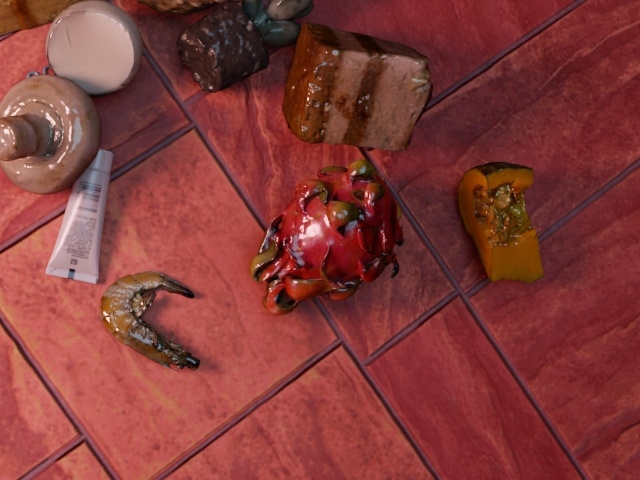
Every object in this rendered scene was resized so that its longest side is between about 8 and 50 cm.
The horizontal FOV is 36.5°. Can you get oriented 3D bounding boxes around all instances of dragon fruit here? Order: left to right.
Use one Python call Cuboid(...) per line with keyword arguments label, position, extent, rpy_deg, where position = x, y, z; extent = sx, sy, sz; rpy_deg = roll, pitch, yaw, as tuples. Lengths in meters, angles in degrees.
Cuboid(label="dragon fruit", position=(0.014, 0.002, 1.765), extent=(0.227, 0.243, 0.307), rpy_deg=(40, 67, -48))

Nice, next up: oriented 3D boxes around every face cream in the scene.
Cuboid(label="face cream", position=(-0.422, -0.049, 1.746), extent=(0.092, 0.058, 0.244), rpy_deg=(13, 86, -13))

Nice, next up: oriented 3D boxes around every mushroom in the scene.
Cuboid(label="mushroom", position=(-0.492, -0.180, 1.667), extent=(0.209, 0.206, 0.207), rpy_deg=(-12, 87, -39))

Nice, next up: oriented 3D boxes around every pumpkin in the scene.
Cuboid(label="pumpkin", position=(0.356, -0.040, 1.928), extent=(0.130, 0.126, 0.248), rpy_deg=(-12, 106, -24))

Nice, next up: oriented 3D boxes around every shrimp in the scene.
Cuboid(label="shrimp", position=(-0.292, 0.143, 1.763), extent=(0.217, 0.051, 0.150), rpy_deg=(37, 69, -5))

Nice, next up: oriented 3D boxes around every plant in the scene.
Cuboid(label="plant", position=(-0.132, -0.398, 1.818), extent=(0.274, 0.146, 0.149), rpy_deg=(-38, 113, -17))

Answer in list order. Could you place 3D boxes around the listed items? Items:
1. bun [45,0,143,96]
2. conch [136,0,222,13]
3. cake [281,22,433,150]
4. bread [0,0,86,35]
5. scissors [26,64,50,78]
Cuboid(label="bun", position=(-0.403, -0.348, 1.744), extent=(0.172, 0.120, 0.173), rpy_deg=(-2, 115, -4))
Cuboid(label="conch", position=(-0.261, -0.488, 1.778), extent=(0.291, 0.159, 0.210), rpy_deg=(46, 33, 25))
Cuboid(label="cake", position=(0.089, -0.275, 1.811), extent=(0.292, 0.199, 0.196), rpy_deg=(8, 111, -18))
Cuboid(label="bread", position=(-0.562, -0.511, 1.692), extent=(0.263, 0.198, 0.236), rpy_deg=(-21, 83, -14))
Cuboid(label="scissors", position=(-0.488, -0.261, 1.768), extent=(0.058, 0.014, 0.119), rpy_deg=(-26, 88, -15))
